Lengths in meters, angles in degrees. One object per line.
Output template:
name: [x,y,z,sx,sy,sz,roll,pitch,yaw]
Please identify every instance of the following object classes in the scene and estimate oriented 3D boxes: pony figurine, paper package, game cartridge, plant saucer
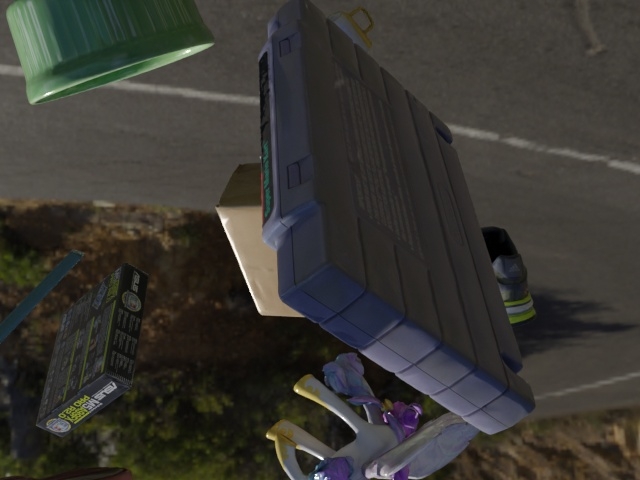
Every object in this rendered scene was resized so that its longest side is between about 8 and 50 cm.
pony figurine: [0.104,0.384,1.579,0.351,0.363,0.303,-46,154,3]
paper package: [0.000,0.000,1.722,0.325,0.168,0.309,-1,127,24]
game cartridge: [0.047,-0.038,0.695,0.230,0.355,0.068,32,122,-28]
plant saucer: [-0.363,0.083,1.054,0.018,0.192,0.067,43,172,-12]

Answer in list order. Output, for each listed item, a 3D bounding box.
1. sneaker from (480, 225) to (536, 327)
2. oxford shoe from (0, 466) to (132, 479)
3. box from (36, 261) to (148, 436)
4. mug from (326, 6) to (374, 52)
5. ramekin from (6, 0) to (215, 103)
sneaker: [0.265,0.024,1.398,0.111,0.121,0.300,-9,-156,-14]
oxford shoe: [-0.347,0.333,0.959,0.348,0.130,0.123,-14,172,35]
box: [-0.422,0.200,1.601,0.216,0.270,0.060,-36,126,27]
mug: [0.035,-0.302,1.249,0.062,0.078,0.064,-11,129,36]
ramekin: [-0.330,-0.329,1.333,0.303,0.148,0.303,-18,-169,4]
